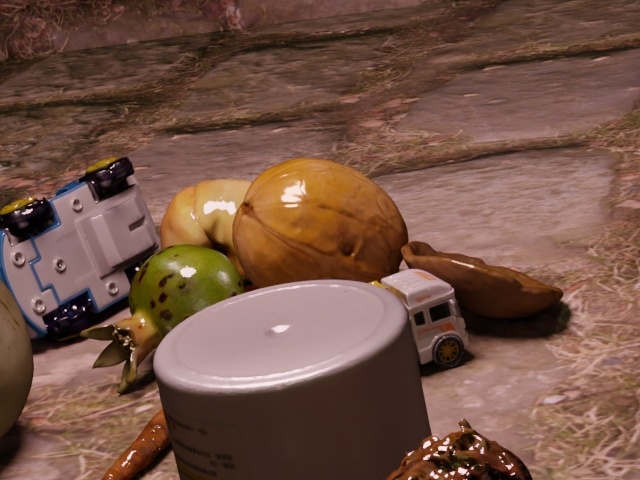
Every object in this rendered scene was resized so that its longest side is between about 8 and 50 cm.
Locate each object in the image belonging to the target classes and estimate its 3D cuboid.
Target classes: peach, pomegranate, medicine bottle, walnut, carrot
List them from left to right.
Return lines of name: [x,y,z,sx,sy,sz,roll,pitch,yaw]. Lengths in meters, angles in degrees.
carrot: [-0.193,0.229,1.666,0.035,0.036,0.165,-1,24,27]
pomegranate: [-0.180,0.101,1.889,0.156,0.156,0.220,15,64,51]
peach: [-0.125,0.000,2.055,0.184,0.184,0.184,-10,20,4]
medicine bottle: [-0.017,0.182,1.397,0.237,0.232,0.238,-11,19,4]
walnut: [0.000,0.000,1.913,0.193,0.225,0.193,-40,32,31]

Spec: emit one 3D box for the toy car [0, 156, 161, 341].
toy car: [-0.351,0.018,2.120,0.166,0.198,0.314,-13,15,44]

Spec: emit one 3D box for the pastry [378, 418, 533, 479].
pastry: [0.092,0.271,1.086,0.192,0.275,0.275,-19,19,3]

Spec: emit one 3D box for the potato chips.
potato chips: [0.187,0.054,1.846,0.208,0.062,0.195,16,5,22]

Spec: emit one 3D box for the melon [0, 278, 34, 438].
melon: [-0.456,0.131,1.752,0.271,0.272,0.308,-20,38,-21]

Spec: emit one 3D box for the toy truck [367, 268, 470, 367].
toy truck: [0.052,0.106,1.743,0.226,0.114,0.098,-18,20,-18]
